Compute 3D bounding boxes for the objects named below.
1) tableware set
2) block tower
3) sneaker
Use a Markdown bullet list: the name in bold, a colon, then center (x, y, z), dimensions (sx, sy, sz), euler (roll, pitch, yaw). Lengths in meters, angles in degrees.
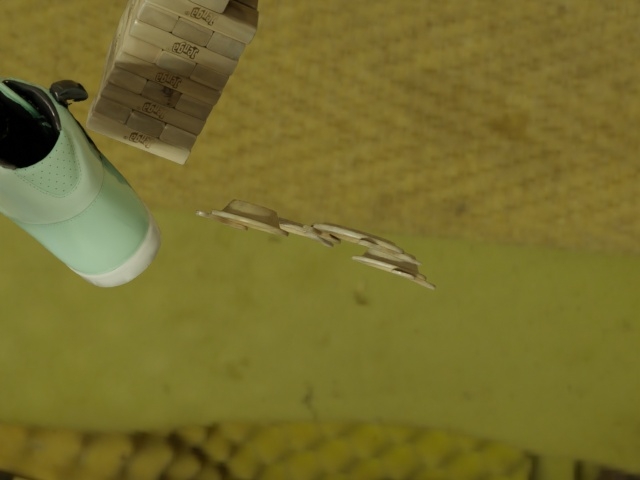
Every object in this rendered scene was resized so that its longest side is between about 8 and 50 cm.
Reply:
- **tableware set**: center (0.000, 0.000, 1.032), dimensions (0.169, 0.020, 0.141), euler (15, 177, 26)
- **block tower**: center (-0.079, -0.215, 1.137), dimensions (0.091, 0.097, 0.335), euler (21, 129, -16)
- **sneaker**: center (-0.216, -0.084, 0.992), dimensions (0.256, 0.094, 0.151), euler (35, 164, 36)
